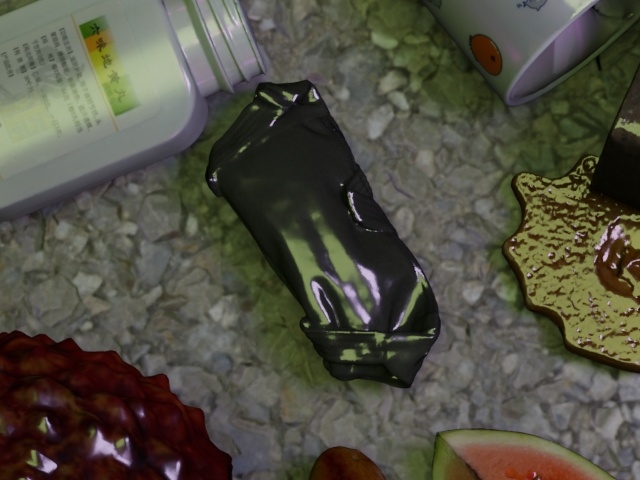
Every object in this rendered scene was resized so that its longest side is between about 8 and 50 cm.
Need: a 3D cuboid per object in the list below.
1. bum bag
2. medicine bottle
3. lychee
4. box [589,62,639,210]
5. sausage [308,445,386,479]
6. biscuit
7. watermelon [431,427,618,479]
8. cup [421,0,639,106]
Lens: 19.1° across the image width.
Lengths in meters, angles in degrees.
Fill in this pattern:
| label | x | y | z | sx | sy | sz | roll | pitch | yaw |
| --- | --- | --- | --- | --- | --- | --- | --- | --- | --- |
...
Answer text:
| label | x | y | z | sx | sy | sz | roll | pitch | yaw |
| --- | --- | --- | --- | --- | --- | --- | --- | --- | --- |
| bum bag | 0.000 | 0.000 | 1.792 | 0.142 | 0.080 | 0.326 | -27 | 77 | -7 |
| medicine bottle | -0.218 | -0.149 | 1.809 | 0.324 | 0.124 | 0.179 | -23 | 78 | 2 |
| lychee | -0.247 | 0.297 | 1.602 | 0.500 | 0.424 | 0.424 | 37 | 85 | 35 |
| box | 0.365 | -0.157 | 1.712 | 0.143 | 0.184 | 0.273 | 25 | 75 | 8 |
| sausage | 0.086 | 0.302 | 1.693 | 0.302 | 0.076 | 0.103 | 39 | 106 | 35 |
| biscuit | 0.264 | 0.010 | 1.786 | 0.215 | 0.034 | 0.182 | 42 | 84 | 11 |
| watermelon | 0.177 | 0.273 | 1.729 | 0.193 | 0.137 | 0.145 | 17 | 117 | 7 |
| cup | 0.153 | -0.310 | 1.757 | 0.212 | 0.212 | 0.317 | -39 | 79 | -2 |
